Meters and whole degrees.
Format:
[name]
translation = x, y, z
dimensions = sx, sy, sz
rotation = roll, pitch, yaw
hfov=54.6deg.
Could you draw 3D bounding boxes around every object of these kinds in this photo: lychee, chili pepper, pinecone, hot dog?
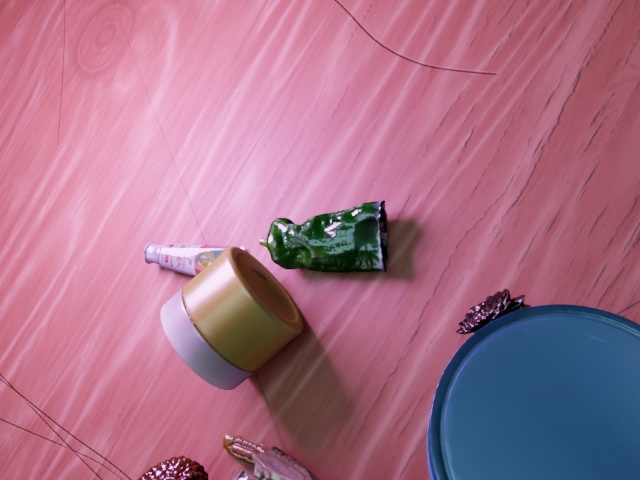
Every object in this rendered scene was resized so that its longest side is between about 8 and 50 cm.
[lychee]
translation = -0.278, 0.508, 1.173
dimensions = 0.188, 0.188, 0.188
rotation = -6, 74, 23
[chili pepper]
translation = 0.000, 0.000, 1.238
dimensions = 0.270, 0.099, 0.136
rotation = -4, 99, 17
[pinecone]
translation = 0.305, 0.152, 1.041
dimensions = 0.140, 0.140, 0.121
rotation = -33, 91, 13
[hot dog]
translation = -0.139, 0.419, 1.224
dimensions = 0.136, 0.028, 0.044
rotation = 13, 89, 25

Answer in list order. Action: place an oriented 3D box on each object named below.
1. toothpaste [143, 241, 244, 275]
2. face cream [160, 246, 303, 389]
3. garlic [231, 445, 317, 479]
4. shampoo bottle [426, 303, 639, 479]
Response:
[toothpaste]
translation = -0.281, 0.043, 1.380
dimensions = 0.234, 0.057, 0.090
rotation = 8, 78, 18
[face cream]
translation = -0.168, 0.148, 1.202
dimensions = 0.179, 0.218, 0.218
rotation = -41, 64, 8
[garlic]
translation = -0.072, 0.553, 1.096
dimensions = 0.278, 0.132, 0.326
rotation = 12, 83, 26
[shampoo bottle]
translation = 0.310, 0.300, 0.833
dimensions = 0.330, 0.343, 0.332
rotation = -4, 62, 8
